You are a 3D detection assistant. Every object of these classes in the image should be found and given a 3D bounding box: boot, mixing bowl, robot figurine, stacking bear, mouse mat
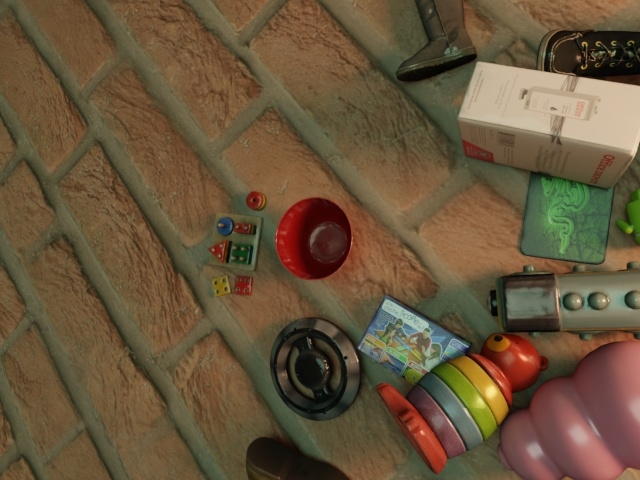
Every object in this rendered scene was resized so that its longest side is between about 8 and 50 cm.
[{"bbox_3d":[0.233,-0.468,1.082,0.190,0.076,0.208,-16,85,5],"label":"boot"},{"bbox_3d":[-0.030,0.551,1.085,0.305,0.112,0.115,25,124,18],"label":"boot"},{"bbox_3d":[0.502,-0.323,0.856,0.179,0.236,0.085,21,120,46],"label":"boot"},{"bbox_3d":[0.000,0.000,1.112,0.181,0.098,0.181,-2,84,21],"label":"mixing bowl"},{"bbox_3d":[0.596,-0.037,0.895,0.101,0.067,0.115,-10,81,9],"label":"robot figurine"},{"bbox_3d":[0.280,0.278,0.922,0.289,0.175,0.164,-33,108,-7],"label":"stacking bear"},{"bbox_3d":[0.484,-0.054,0.975,0.153,0.007,0.189,8,86,22],"label":"mouse mat"}]

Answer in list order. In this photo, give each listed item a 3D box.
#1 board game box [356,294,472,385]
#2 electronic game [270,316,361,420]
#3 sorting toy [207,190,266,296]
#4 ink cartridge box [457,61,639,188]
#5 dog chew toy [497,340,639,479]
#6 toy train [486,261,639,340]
[{"bbox_3d":[0.195,0.221,1.045,0.201,0.035,0.136,31,96,21],"label":"board game box"},{"bbox_3d":[-0.015,0.287,1.114,0.229,0.048,0.229,0,89,28],"label":"electronic game"},{"bbox_3d":[-0.219,0.009,1.227,0.132,0.046,0.274,7,87,22],"label":"sorting toy"},{"bbox_3d":[0.412,-0.206,0.909,0.283,0.207,0.117,18,86,22],"label":"ink cartridge box"},{"bbox_3d":[0.460,0.312,0.851,0.332,0.207,0.206,-35,73,24],"label":"dog chew toy"},{"bbox_3d":[0.463,0.108,0.866,0.334,0.190,0.142,-3,84,22],"label":"toy train"}]
